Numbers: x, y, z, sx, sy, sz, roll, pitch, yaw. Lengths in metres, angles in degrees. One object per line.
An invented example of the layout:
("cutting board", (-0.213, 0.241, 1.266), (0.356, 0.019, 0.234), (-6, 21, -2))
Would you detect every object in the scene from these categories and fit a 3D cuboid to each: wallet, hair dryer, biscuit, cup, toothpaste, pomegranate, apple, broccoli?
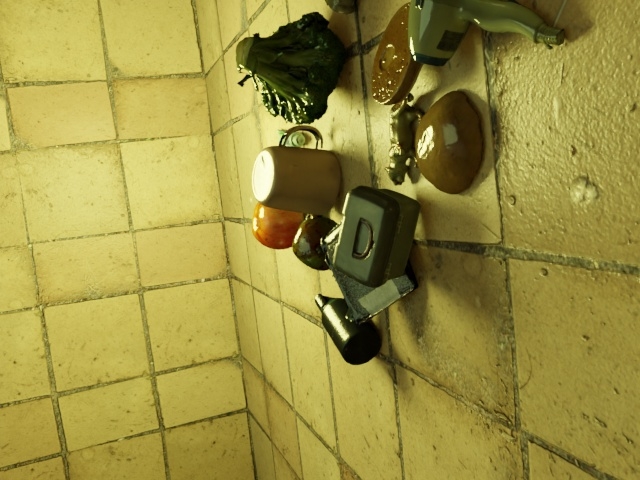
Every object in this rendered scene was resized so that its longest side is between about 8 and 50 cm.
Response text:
("wallet", (0.118, 0.047, 1.472), (0.221, 0.071, 0.262), (-41, 60, 40))
("hair dryer", (0.088, 0.148, 1.641), (0.244, 0.116, 0.302), (-128, 46, -54))
("biscuit", (0.167, -0.370, 1.202), (0.181, 0.049, 0.208), (-110, 36, -53))
("cup", (-0.073, -0.206, 1.715), (0.191, 0.201, 0.252), (16, 100, 59))
("toothpaste", (-0.107, -0.342, 2.030), (0.297, 0.048, 0.074), (-151, 52, -70))
("pomegranate", (0.000, 0.000, 1.736), (0.205, 0.159, 0.159), (-74, -14, -66))
("hair dryer", (0.259, -0.437, 0.947), (0.298, 0.119, 0.295), (12, 106, 52))
("apple", (-0.151, -0.067, 2.083), (0.209, 0.164, 0.209), (173, 90, -68))
("broccoli", (-0.089, -0.455, 1.593), (0.321, 0.284, 0.303), (-4, 84, 52))

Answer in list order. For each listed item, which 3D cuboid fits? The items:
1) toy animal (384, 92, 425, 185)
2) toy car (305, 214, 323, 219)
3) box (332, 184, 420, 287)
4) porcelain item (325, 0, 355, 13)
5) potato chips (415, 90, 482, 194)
("toy animal", (0.175, -0.227, 1.281), (0.099, 0.057, 0.241), (-139, 43, -61))
("toy car", (-0.014, -0.081, 1.863), (0.073, 0.054, 0.143), (-120, 29, -49))
("box", (0.124, -0.011, 1.323), (0.148, 0.129, 0.210), (27, 113, 39))
("porcelain item", (0.073, -0.639, 1.391), (0.215, 0.069, 0.081), (114, 147, -48))
("potato chips", (0.229, -0.182, 1.147), (0.208, 0.062, 0.195), (-168, 69, -67))
